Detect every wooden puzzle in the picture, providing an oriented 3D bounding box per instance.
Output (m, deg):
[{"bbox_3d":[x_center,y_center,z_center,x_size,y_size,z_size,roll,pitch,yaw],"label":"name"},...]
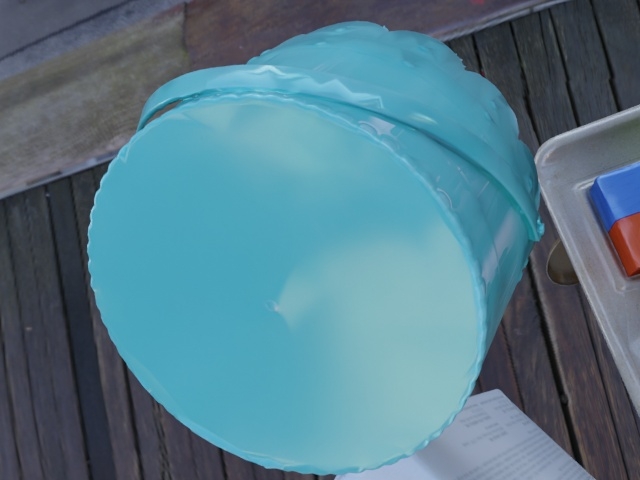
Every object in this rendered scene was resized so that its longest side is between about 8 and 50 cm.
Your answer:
[{"bbox_3d":[0.406,0.011,0.596,0.322,0.080,0.348,-20,77,8],"label":"wooden puzzle"}]

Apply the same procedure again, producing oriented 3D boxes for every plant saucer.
[{"bbox_3d":[0.271,0.011,0.704,0.083,0.083,0.015,-45,38,14],"label":"plant saucer"}]

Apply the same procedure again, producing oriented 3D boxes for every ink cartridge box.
[{"bbox_3d":[0.228,0.304,0.586,0.385,0.308,0.091,45,107,28],"label":"ink cartridge box"}]

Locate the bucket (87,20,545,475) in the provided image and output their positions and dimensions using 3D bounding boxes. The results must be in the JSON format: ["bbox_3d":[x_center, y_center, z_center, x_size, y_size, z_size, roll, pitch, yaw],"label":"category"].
[{"bbox_3d":[0.000,0.000,0.446,0.281,0.183,0.281,8,116,17],"label":"bucket"}]
